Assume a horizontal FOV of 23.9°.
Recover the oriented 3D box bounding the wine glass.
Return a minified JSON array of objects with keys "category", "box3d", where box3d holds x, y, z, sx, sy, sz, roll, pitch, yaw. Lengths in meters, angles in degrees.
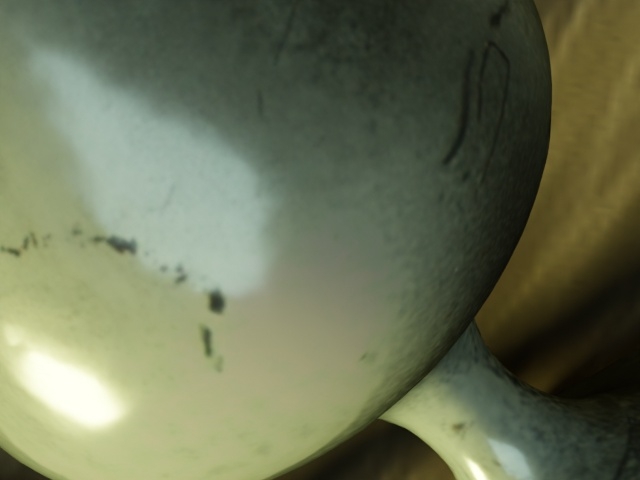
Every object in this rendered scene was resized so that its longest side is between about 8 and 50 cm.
[{"category":"wine glass","box3d":[0.000,0.000,0.495,0.238,0.238,0.323,-42,110,12]}]
